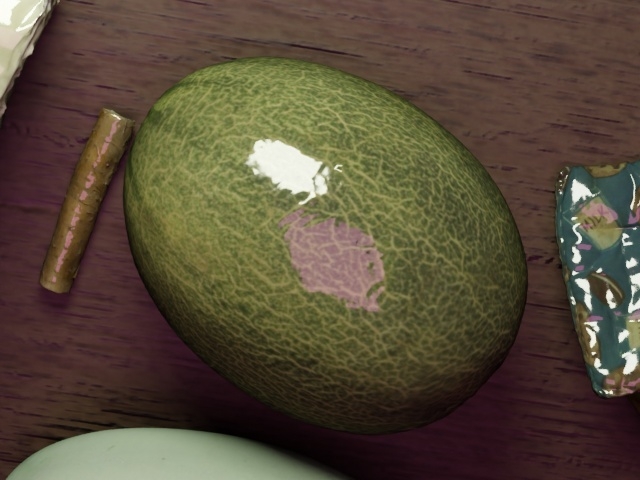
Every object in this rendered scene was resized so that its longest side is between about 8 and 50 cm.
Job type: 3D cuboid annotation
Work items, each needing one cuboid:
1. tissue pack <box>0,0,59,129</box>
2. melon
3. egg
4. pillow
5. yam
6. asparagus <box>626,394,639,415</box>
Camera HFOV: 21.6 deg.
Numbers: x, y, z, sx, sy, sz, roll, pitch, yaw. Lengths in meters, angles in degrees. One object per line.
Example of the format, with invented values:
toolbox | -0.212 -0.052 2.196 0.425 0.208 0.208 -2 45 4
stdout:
tissue pack | -0.404 -0.131 1.153 0.380 0.207 0.297 25 101 -8
melon | 0.000 0.000 1.190 0.302 0.237 0.237 37 98 -5
egg | -0.070 0.261 1.249 0.371 0.230 0.230 23 100 -2
pillow | 0.312 0.018 1.280 0.256 0.034 0.189 -6 76 -2
yam | -0.180 -0.030 1.279 0.032 0.032 0.145 20 100 -7
asparagus | 0.323 0.166 1.328 0.082 0.085 0.343 -35 106 29
